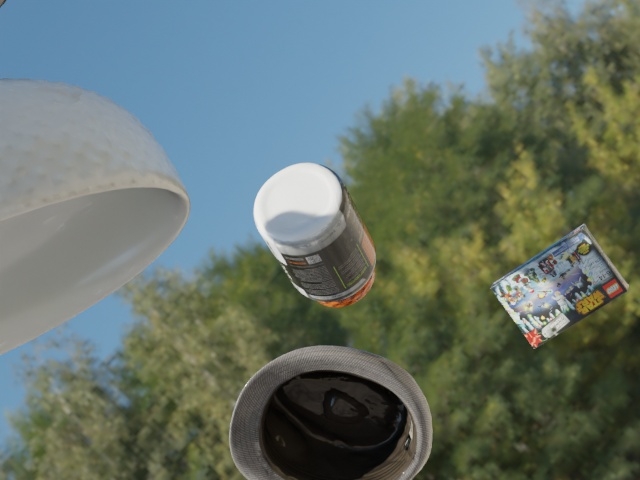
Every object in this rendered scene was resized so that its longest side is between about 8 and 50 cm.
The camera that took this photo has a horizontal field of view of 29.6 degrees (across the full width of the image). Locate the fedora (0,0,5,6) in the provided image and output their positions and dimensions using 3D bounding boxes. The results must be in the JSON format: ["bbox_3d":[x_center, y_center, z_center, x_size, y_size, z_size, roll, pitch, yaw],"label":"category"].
[{"bbox_3d":[-0.461,-0.331,1.329,0.334,0.334,0.152,-51,-47,1],"label":"fedora"}]

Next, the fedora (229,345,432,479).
[{"bbox_3d":[0.015,0.239,1.660,0.124,0.275,0.244,-97,16,-71],"label":"fedora"}]

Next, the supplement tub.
[{"bbox_3d":[0.000,0.000,1.482,0.117,0.117,0.190,-47,-33,-12],"label":"supplement tub"}]

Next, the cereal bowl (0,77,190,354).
[{"bbox_3d":[-0.269,-0.009,0.827,0.339,0.141,0.339,-28,-10,-5],"label":"cereal bowl"}]

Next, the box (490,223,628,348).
[{"bbox_3d":[0.288,0.056,1.460,0.137,0.094,0.027,-36,1,21],"label":"box"}]
